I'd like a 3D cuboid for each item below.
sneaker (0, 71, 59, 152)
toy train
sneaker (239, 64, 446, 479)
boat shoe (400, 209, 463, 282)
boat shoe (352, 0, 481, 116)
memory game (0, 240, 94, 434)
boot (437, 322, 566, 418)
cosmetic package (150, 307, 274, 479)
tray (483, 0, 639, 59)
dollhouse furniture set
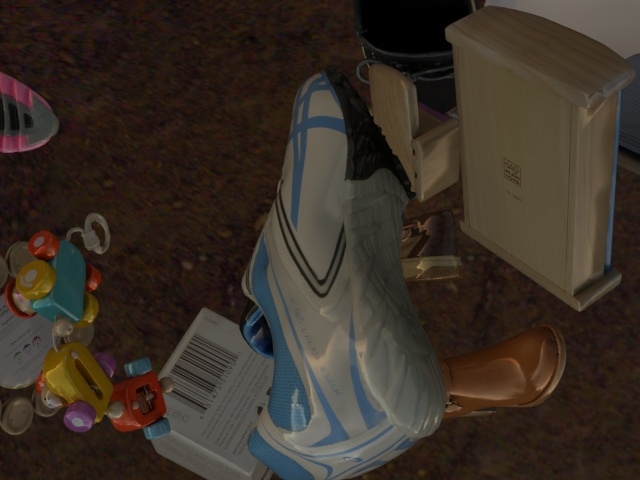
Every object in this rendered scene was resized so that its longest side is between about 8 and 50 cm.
[{"bbox_3d":[-0.207,-0.080,0.539,0.119,0.057,0.047,12,97,7],"label":"sneaker"},{"bbox_3d":[-0.160,0.069,0.621,0.046,0.125,0.166,-17,94,16],"label":"toy train"},{"bbox_3d":[0.000,0.000,0.419,0.086,0.237,0.085,-23,129,18],"label":"sneaker"},{"bbox_3d":[0.073,0.000,1.387,0.123,0.342,0.123,-2,91,-39],"label":"boat shoe"},{"bbox_3d":[0.125,-0.267,1.146,0.500,0.186,0.156,72,26,-54],"label":"boat shoe"},{"bbox_3d":[-0.289,0.093,0.869,0.186,0.012,0.186,-9,101,-57],"label":"memory game"},{"bbox_3d":[0.144,0.140,0.937,0.152,0.197,0.073,8,55,-25],"label":"boot"},{"bbox_3d":[-0.111,0.206,1.109,0.151,0.184,0.151,26,66,11],"label":"cosmetic package"},{"bbox_3d":[0.303,-0.227,0.953,0.030,0.270,0.145,43,63,-62],"label":"tray"},{"bbox_3d":[0.237,-0.143,0.758,0.303,0.286,0.198,-31,135,-21],"label":"dollhouse furniture set"}]
